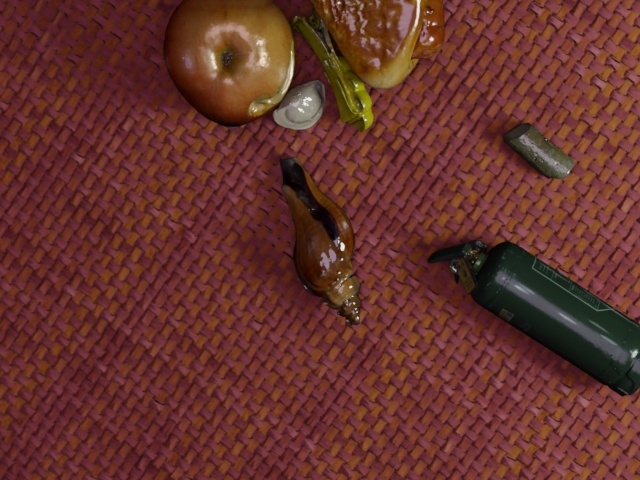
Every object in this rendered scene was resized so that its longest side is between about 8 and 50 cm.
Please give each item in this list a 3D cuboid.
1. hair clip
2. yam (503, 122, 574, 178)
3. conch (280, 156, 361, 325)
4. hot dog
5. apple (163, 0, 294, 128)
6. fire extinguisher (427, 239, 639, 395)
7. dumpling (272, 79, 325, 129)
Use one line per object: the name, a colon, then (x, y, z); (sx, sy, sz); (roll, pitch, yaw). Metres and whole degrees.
hair clip: (0.020, -0.222, 1.870); (0.046, 0.072, 0.173); (-30, 87, -16)
yam: (0.288, -0.118, 1.875); (0.094, 0.043, 0.043); (42, 96, -2)
conch: (0.003, 0.001, 1.884); (0.086, 0.080, 0.232); (-9, 94, -4)
hot dog: (0.067, -0.330, 1.818); (0.153, 0.150, 0.256); (-31, 93, 15)
apple: (-0.114, -0.239, 1.817); (0.199, 0.199, 0.199); (0, 96, 3)
fire extinguisher: (0.291, 0.087, 1.873); (0.311, 0.114, 0.095); (34, 57, -2)
dumpling: (-0.022, -0.176, 1.888); (0.043, 0.077, 0.059); (11, 139, 37)
